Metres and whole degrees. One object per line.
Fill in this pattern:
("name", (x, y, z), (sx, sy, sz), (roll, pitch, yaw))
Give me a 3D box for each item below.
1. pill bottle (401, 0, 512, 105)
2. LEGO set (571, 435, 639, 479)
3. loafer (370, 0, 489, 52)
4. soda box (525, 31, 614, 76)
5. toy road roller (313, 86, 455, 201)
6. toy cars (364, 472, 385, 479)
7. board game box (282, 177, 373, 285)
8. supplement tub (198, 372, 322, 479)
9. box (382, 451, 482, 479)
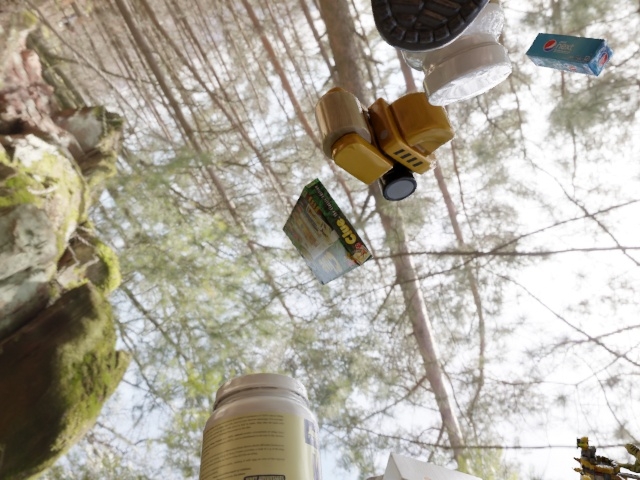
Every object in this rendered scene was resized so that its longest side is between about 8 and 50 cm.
("pill bottle", (0.181, -0.351, 0.694), (0.153, 0.264, 0.153), (-17, 177, -1))
("LEGO set", (0.518, 0.355, 0.694), (0.255, 0.191, 0.331), (1, 178, 31))
("loafer", (0.140, -0.375, 0.449), (0.134, 0.365, 0.130), (14, -153, -1))
("soda box", (0.669, -0.507, 1.259), (0.071, 0.067, 0.210), (-59, -144, 12))
("toy road roller", (0.170, -0.272, 1.140), (0.241, 0.330, 0.202), (-37, -131, 31))
("toy cars", (0.045, 0.648, 0.980), (0.087, 0.176, 0.393), (22, -112, 37))
("board game box", (0.000, 0.000, 0.753), (0.030, 0.136, 0.259), (-37, 177, -16))
("supplement tub", (-0.114, 0.449, 0.890), (0.236, 0.235, 0.324), (-17, -136, 10))
("box", (0.192, 0.431, 0.755), (0.171, 0.090, 0.130), (15, 173, 2))
